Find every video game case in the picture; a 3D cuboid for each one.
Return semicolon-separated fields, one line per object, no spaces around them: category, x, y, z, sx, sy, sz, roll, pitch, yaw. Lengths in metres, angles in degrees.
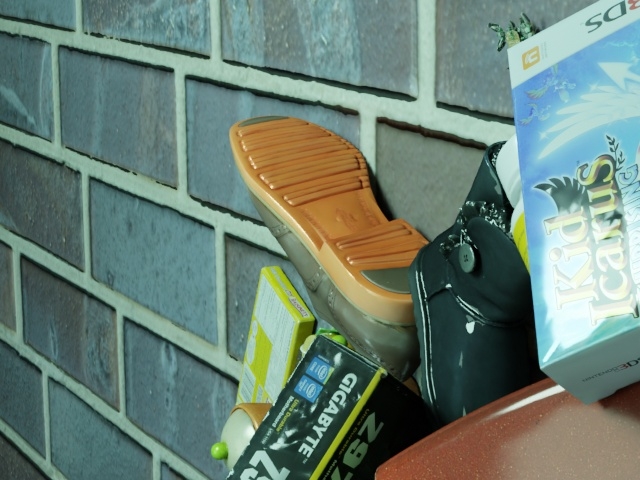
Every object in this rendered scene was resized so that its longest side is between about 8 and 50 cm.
video game case;0.241;-0.062;1.091;0.244;0.061;0.270;-27;46;31

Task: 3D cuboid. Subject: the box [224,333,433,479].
box;-0.020;0.258;1.537;0.079;0.257;0.322;31;85;25

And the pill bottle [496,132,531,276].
pill bottle;0.215;0.010;1.307;0.208;0.119;0.119;68;150;29

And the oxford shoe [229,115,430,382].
oxford shoe;0.000;0.000;1.742;0.364;0.130;0.133;-125;32;-45

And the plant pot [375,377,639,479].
plant pot;0.241;0.207;1.168;0.236;0.267;0.267;-49;51;40

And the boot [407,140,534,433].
boot;0.155;0.063;1.467;0.207;0.094;0.246;121;142;-56

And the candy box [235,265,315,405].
candy box;-0.054;0.142;1.987;0.105;0.027;0.206;52;140;44

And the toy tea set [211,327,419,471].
toy tea set;-0.018;0.205;1.817;0.200;0.124;0.336;66;149;33

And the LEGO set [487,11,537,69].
LEGO set;0.176;-0.163;1.468;0.083;0.023;0.054;56;147;21
